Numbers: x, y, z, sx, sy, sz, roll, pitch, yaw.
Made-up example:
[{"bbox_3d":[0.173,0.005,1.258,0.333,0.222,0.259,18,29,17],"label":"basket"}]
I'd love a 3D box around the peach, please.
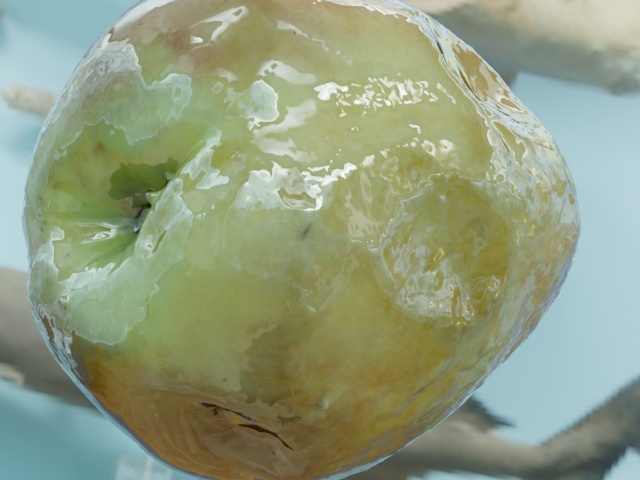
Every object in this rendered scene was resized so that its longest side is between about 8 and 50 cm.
[{"bbox_3d":[0.000,0.000,0.719,0.235,0.214,0.214,10,-2,-33],"label":"peach"}]
